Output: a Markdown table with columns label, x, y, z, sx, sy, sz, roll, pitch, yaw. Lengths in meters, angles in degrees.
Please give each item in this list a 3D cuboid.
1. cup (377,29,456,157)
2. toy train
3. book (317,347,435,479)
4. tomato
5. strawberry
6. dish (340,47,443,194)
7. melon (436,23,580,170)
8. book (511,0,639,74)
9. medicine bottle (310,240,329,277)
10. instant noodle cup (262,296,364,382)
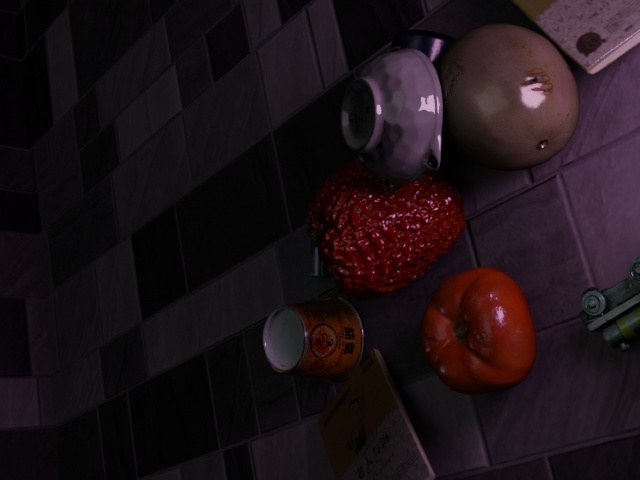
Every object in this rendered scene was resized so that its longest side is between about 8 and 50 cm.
| label | x | y | z | sx | sy | sz | roll | pitch | yaw |
| --- | --- | --- | --- | --- | --- | --- | --- | --- | --- |
| cup | 0.234 | -0.320 | 1.868 | 0.255 | 0.178 | 0.256 | -164 | 84 | -68 |
| toy train | 0.567 | 0.117 | 1.544 | 0.200 | 0.083 | 0.132 | -43 | 59 | 36 |
| book | 0.114 | 0.465 | 1.938 | 0.269 | 0.032 | 0.389 | -56 | 32 | 22 |
| tomato | 0.322 | 0.183 | 1.724 | 0.260 | 0.180 | 0.260 | -12 | 74 | 48 |
| strawberry | 0.144 | -0.045 | 1.897 | 0.351 | 0.267 | 0.312 | -24 | 84 | 24 |
| dish | 0.124 | -0.246 | 1.724 | 0.303 | 0.120 | 0.303 | 4 | 94 | 63 |
| melon | 0.354 | -0.287 | 1.690 | 0.268 | 0.268 | 0.330 | -53 | 43 | 29 |
| book | 0.508 | -0.492 | 1.649 | 0.239 | 0.035 | 0.352 | -38 | 56 | 8 |
| medicine bottle | 0.000 | 0.000 | 2.189 | 0.051 | 0.051 | 0.191 | -5 | 80 | 47 |
| instant noodle cup | -0.026 | 0.241 | 2.094 | 0.215 | 0.172 | 0.216 | -7 | 81 | 47 |
